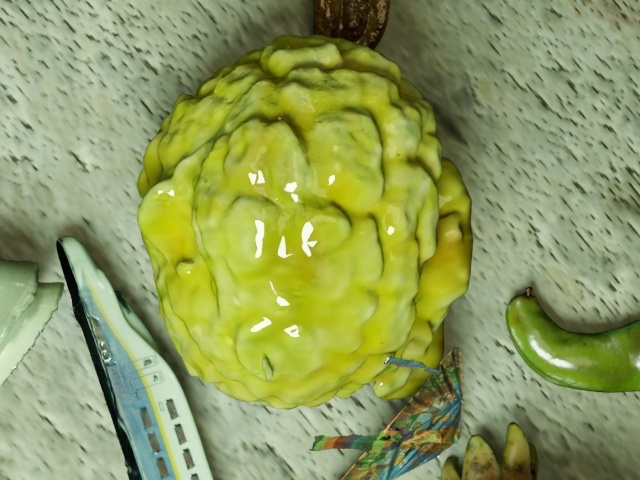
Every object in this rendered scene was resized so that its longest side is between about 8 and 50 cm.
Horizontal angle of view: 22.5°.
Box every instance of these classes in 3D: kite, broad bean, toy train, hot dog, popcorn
[{"bbox_3d":[0.048,0.138,1.091,0.160,0.183,0.010,9,37,-49],"label":"kite"},{"bbox_3d":[0.237,0.082,1.175,0.214,0.048,0.070,11,79,-8],"label":"broad bean"},{"bbox_3d":[-0.121,0.103,1.087,0.051,0.052,0.233,-17,84,-18],"label":"toy train"},{"bbox_3d":[0.021,-0.174,1.176,0.058,0.035,0.083,5,79,-16],"label":"hot dog"},{"bbox_3d":[0.000,0.000,1.066,0.251,0.206,0.237,42,55,-36],"label":"popcorn"}]

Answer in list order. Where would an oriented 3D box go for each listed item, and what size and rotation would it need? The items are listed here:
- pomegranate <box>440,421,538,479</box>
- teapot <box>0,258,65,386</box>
[{"bbox_3d":[0.144,0.237,1.060,0.198,0.198,0.246,28,57,-7],"label":"pomegranate"},{"bbox_3d":[-0.292,-0.001,1.011,0.251,0.183,0.183,38,74,-15],"label":"teapot"}]
